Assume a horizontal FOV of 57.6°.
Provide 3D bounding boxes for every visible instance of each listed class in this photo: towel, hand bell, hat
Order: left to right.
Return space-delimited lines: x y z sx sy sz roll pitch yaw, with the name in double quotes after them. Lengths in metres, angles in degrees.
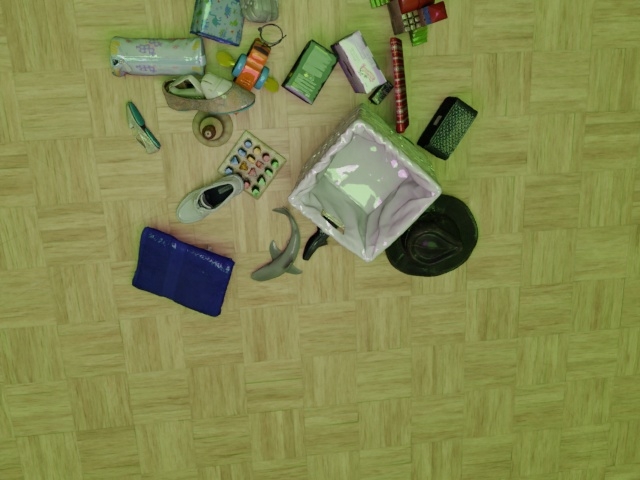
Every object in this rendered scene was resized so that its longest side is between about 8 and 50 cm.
-0.434 0.099 1.848 0.308 0.076 0.228 22 118 2 "towel"
-0.323 -0.323 1.698 0.126 0.242 0.126 -2 105 -6 "hand bell"
0.237 -0.466 1.758 0.031 0.199 0.275 -4 106 13 "towel"
0.377 0.001 1.921 0.331 0.134 0.332 -2 108 -6 "hat"

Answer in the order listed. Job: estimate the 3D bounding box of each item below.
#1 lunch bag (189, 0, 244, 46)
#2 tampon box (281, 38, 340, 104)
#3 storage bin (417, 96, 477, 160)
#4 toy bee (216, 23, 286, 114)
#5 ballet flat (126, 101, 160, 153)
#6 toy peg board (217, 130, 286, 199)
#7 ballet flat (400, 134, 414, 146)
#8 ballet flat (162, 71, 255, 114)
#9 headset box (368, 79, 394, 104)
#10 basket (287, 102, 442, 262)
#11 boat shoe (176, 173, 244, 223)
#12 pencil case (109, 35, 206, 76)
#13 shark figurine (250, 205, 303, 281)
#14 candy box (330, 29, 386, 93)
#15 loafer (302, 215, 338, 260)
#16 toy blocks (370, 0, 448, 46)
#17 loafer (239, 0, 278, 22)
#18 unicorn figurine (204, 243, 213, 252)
-0.291 -0.646 1.694 0.151 0.096 0.129 3 107 -38 "lunch bag"
-0.032 -0.505 1.747 0.101 0.120 0.161 30 99 -14 "tampon box"
0.398 -0.355 1.839 0.084 0.122 0.180 29 100 -13 "storage bin"
-0.189 -0.520 1.727 0.298 0.162 0.195 -29 124 24 "toy bee"
-0.551 -0.337 1.765 0.052 0.057 0.168 -27 106 11 "ballet flat"
-0.214 -0.230 1.821 0.160 0.079 0.161 35 98 -15 "toy peg board"
0.188 -0.325 1.859 0.232 0.080 0.073 25 129 -10 "ballet flat"
-0.333 -0.423 1.662 0.315 0.108 0.106 5 141 28 "ballet flat"
0.186 -0.458 1.817 0.032 0.062 0.083 40 98 -14 "headset box"
0.133 -0.184 1.738 0.328 0.266 0.331 37 116 -15 "basket"
-0.356 -0.126 1.801 0.258 0.084 0.095 -32 98 21 "boat shoe"
-0.468 -0.532 1.686 0.273 0.124 0.114 -2 105 -7 "pencil case"
-0.107 0.031 1.889 0.166 0.116 0.278 17 104 -12 "shark figurine"
0.108 -0.524 1.720 0.070 0.196 0.165 -31 107 2 "candy box"
0.000 0.000 1.920 0.061 0.062 0.170 30 101 -18 "loafer"
0.248 -0.748 1.644 0.190 0.261 0.382 -19 106 -2 "toy blocks"
-0.186 -0.790 1.672 0.111 0.112 0.320 -16 104 -42 "loafer"
-0.376 0.088 1.904 0.111 0.060 0.162 -34 121 -3 "unicorn figurine"
